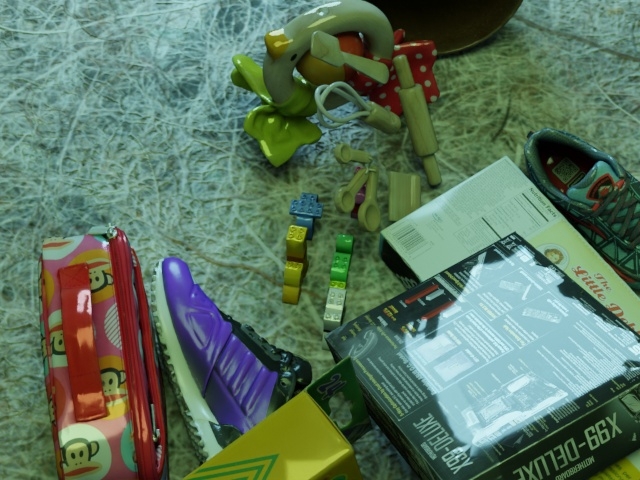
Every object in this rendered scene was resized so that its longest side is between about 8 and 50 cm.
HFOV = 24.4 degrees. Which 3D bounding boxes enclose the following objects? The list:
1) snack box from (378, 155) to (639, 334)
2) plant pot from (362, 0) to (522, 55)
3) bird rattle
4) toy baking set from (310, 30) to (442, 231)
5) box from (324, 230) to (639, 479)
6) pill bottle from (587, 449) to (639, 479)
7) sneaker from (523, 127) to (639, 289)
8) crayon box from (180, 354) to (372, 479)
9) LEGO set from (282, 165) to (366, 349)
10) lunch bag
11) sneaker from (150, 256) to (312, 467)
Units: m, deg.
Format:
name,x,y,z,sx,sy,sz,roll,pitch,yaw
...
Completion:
name,x,y,z,sx,sy,sz,roll,pitch,yaw
snack box,0.233,0.068,1.653,0.187,0.060,0.322,-30,62,-16
plant pot,0.131,-0.389,1.882,0.215,0.215,0.230,-10,44,-7
bird rattle,0.021,-0.199,1.746,0.253,0.207,0.143,-15,60,-5
toy baking set,0.067,-0.128,1.681,0.030,0.256,0.197,-4,17,38
box,0.174,0.133,1.459,0.242,0.076,0.307,-29,33,-10
pill bottle,0.240,0.292,1.433,0.334,0.188,0.188,-35,63,-20
sneaker,0.324,-0.035,1.671,0.262,0.125,0.104,39,93,27
crayon box,-0.065,0.268,1.409,0.323,0.203,0.083,-36,63,-10
LEGO set,0.000,0.000,1.677,0.087,0.093,0.227,8,58,5
lunch bag,-0.223,0.138,1.490,0.120,0.258,0.293,-9,58,-5
sneaker,-0.087,0.141,1.588,0.146,0.102,0.293,-17,66,-11
